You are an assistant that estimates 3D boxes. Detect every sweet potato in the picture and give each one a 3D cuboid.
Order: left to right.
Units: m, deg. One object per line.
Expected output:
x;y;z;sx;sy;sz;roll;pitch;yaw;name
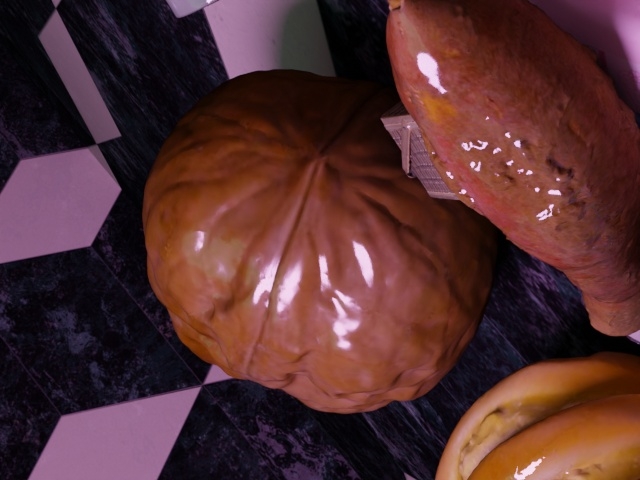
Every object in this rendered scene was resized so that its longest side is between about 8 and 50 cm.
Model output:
0.153;-0.031;0.605;0.109;0.109;0.385;35;175;46;sweet potato

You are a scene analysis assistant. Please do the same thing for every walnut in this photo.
0.000;0.000;0.980;0.354;0.307;0.398;17;160;1;walnut

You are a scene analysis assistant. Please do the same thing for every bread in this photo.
0.225;0.252;0.883;0.315;0.211;0.270;-58;47;31;bread

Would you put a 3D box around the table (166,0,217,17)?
-0.148;-0.347;0.959;0.220;0.126;0.126;59;163;-23;table

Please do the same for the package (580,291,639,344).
0.312;0.077;0.758;0.232;0.040;0.166;38;154;23;package

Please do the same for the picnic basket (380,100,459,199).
0.133;-0.093;0.745;0.079;0.115;0.164;56;164;-16;picnic basket

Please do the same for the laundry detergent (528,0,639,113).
0.211;-0.118;0.527;0.335;0.088;0.159;36;162;42;laundry detergent
